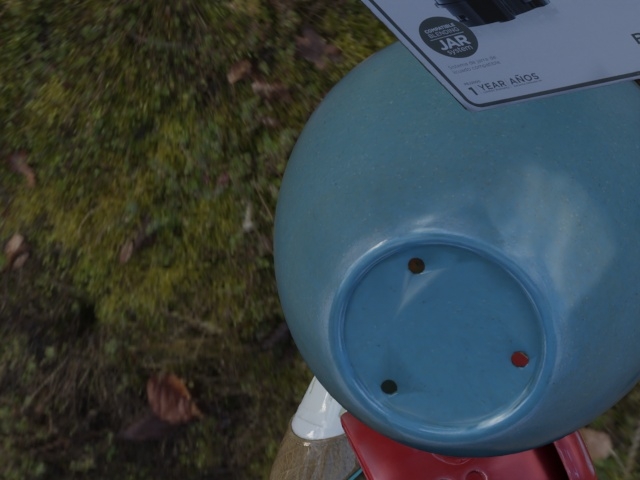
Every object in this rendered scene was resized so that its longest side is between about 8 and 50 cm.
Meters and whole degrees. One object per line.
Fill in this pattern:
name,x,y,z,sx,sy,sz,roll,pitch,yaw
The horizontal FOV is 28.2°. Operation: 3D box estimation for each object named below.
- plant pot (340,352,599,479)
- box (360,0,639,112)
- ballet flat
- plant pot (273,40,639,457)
plant pot,0.132,0.200,1.088,0.174,0.191,0.191,-24,104,-5
box,0.045,-0.182,0.498,0.290,0.169,0.087,40,63,-29
ballet flat,0.056,0.193,1.583,0.342,0.116,0.124,-31,123,-33
plant pot,0.092,0.024,0.813,0.290,0.195,0.290,5,112,13
